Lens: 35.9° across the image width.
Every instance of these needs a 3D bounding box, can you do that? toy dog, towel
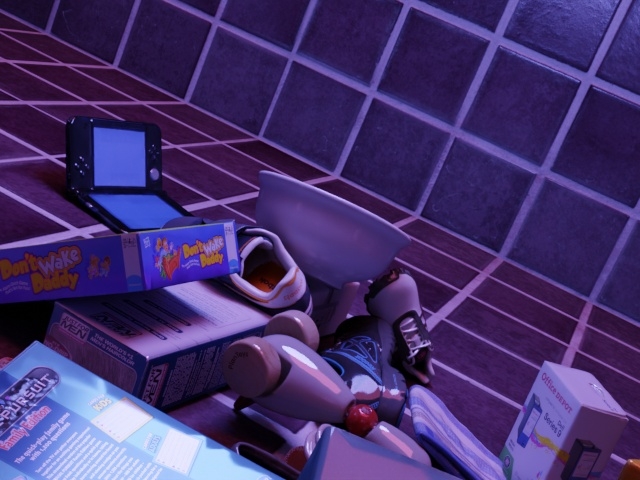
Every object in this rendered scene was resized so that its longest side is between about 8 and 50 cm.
[{"bbox_3d":[-0.015,0.255,1.399,0.220,0.161,0.334,1,40,-41],"label":"toy dog"},{"bbox_3d":[0.214,0.318,1.480,0.209,0.034,0.285,45,5,-1],"label":"towel"}]

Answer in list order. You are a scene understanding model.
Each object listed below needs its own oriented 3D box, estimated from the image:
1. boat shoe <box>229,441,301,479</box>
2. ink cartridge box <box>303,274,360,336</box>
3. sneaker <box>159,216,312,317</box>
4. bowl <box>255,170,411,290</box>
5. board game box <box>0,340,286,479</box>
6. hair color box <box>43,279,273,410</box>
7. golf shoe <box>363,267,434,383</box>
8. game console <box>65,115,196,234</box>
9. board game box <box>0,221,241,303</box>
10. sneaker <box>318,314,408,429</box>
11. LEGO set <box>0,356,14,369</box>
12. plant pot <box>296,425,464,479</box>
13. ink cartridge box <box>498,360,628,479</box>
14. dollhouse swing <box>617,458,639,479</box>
[{"bbox_3d":[0.020,0.348,1.171,0.335,0.095,0.112,24,15,4],"label":"boat shoe"},{"bbox_3d":[-0.088,0.093,1.844,0.207,0.117,0.283,30,17,24],"label":"ink cartridge box"},{"bbox_3d":[-0.149,0.022,1.653,0.321,0.127,0.126,27,59,24],"label":"sneaker"},{"bbox_3d":[0.000,0.000,1.732,0.298,0.134,0.298,24,-5,2],"label":"bowl"},{"bbox_3d":[-0.229,0.265,1.012,0.336,0.079,0.254,28,27,7],"label":"board game box"},{"bbox_3d":[-0.229,0.149,1.463,0.174,0.105,0.347,26,15,23],"label":"hair color box"},{"bbox_3d":[0.162,0.155,1.817,0.120,0.105,0.273,52,-10,39],"label":"golf shoe"},{"bbox_3d":[-0.384,-0.137,2.116,0.173,0.250,0.293,1,2,30],"label":"game console"},{"bbox_3d":[-0.326,0.035,1.438,0.347,0.078,0.233,-6,1,27],"label":"board game box"},{"bbox_3d":[0.051,0.204,1.662,0.139,0.125,0.341,15,14,-11],"label":"sneaker"},{"bbox_3d":[-0.374,0.215,1.193,0.182,0.060,0.244,14,12,13],"label":"LEGO set"},{"bbox_3d":[0.032,0.349,0.995,0.165,0.166,0.234,23,40,-2],"label":"plant pot"},{"bbox_3d":[0.377,0.321,1.562,0.093,0.212,0.154,18,16,-16],"label":"ink cartridge box"},{"bbox_3d":[0.399,0.409,1.033,0.315,0.347,0.305,30,17,25],"label":"dollhouse swing"}]
